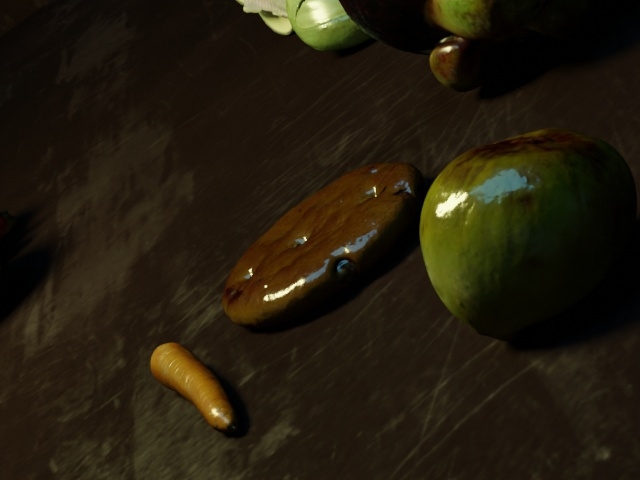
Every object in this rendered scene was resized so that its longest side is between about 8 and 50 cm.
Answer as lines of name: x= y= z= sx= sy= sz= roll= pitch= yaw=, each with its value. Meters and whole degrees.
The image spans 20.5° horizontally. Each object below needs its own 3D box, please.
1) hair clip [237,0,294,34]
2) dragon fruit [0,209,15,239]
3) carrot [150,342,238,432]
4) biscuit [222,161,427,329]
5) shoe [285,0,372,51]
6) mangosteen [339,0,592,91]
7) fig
hair clip: x=-0.052 y=-0.314 z=2.178 sx=0.071 sy=0.159 sz=0.218 roll=-33 pitch=35 yaw=-23
dragon fruit: x=-0.465 y=-0.022 z=2.226 sx=0.166 sy=0.160 sz=0.172 roll=-7 pitch=17 yaw=-14
carrot: x=-0.098 y=0.117 z=1.417 sx=0.037 sy=0.037 sz=0.190 roll=-40 pitch=21 yaw=-9
biscuit: x=0.000 y=0.000 z=1.517 sx=0.212 sy=0.036 sz=0.212 roll=-33 pitch=19 yaw=12
shoe: x=-0.007 y=-0.334 z=2.037 sx=0.140 sy=0.128 sz=0.262 roll=-27 pitch=54 yaw=23
mangosteen: x=0.135 y=-0.280 z=1.619 sx=0.288 sy=0.288 sz=0.288 roll=-32 pitch=20 yaw=13
fig: x=0.137 y=-0.013 z=1.180 sx=0.153 sy=0.121 sz=0.136 roll=-35 pitch=15 yaw=7
